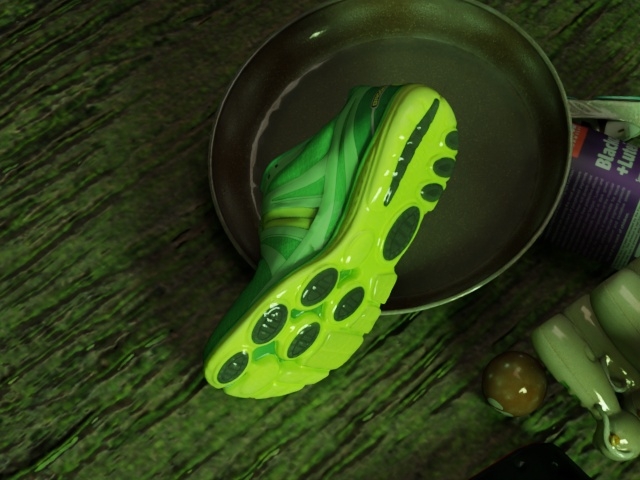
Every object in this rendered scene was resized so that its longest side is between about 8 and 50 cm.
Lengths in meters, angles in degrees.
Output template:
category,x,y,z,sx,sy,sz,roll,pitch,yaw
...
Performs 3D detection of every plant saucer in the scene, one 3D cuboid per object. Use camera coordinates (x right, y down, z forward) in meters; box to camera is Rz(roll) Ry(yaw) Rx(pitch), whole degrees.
category,x,y,z,sx,sy,sz,roll,pitch,yaw
plant saucer,0.060,-0.073,1.658,0.310,0.050,0.311,-4,66,9

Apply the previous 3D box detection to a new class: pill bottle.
category,x,y,z,sx,sy,sz,roll,pitch,yaw
pill bottle,0.224,-0.046,1.709,0.193,0.108,0.108,21,46,5

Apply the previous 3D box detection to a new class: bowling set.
category,x,y,z,sx,sy,sz,roll,pitch,yaw
bowling set,0.247,0.112,1.558,0.154,0.200,0.287,55,28,6

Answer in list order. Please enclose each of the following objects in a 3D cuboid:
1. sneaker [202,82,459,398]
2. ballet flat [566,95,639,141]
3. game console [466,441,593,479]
category,x,y,z,sx,sy,sz,roll,pitch,yaw
sneaker,0.000,0.000,1.568,0.123,0.109,0.295,22,74,48
ballet flat,0.246,-0.108,1.825,0.168,0.057,0.052,4,74,-7
game console,0.175,0.339,1.379,0.342,0.060,0.386,-24,58,-39
